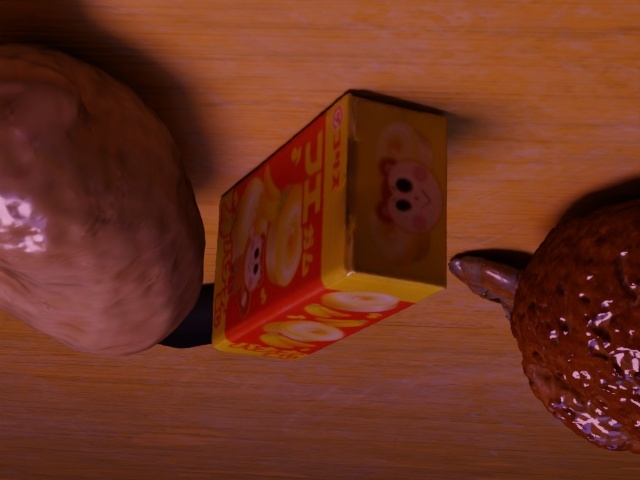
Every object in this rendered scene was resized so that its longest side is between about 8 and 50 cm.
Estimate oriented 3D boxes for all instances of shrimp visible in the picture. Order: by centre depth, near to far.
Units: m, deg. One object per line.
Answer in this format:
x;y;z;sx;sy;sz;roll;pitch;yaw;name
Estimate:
0.186;0.052;1.394;0.101;0.042;0.190;18;168;25;shrimp

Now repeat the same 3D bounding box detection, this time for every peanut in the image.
-0.193;-0.027;1.051;0.192;0.169;0.387;6;158;8;peanut

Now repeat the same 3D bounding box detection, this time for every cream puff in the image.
0.310;0.086;1.201;0.303;0.212;0.303;3;166;1;cream puff

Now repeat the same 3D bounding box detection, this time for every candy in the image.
0.000;0.000;1.119;0.088;0.146;0.276;11;159;-22;candy

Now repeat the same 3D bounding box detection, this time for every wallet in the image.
-0.100;0.086;1.542;0.250;0.044;0.149;-8;161;29;wallet
